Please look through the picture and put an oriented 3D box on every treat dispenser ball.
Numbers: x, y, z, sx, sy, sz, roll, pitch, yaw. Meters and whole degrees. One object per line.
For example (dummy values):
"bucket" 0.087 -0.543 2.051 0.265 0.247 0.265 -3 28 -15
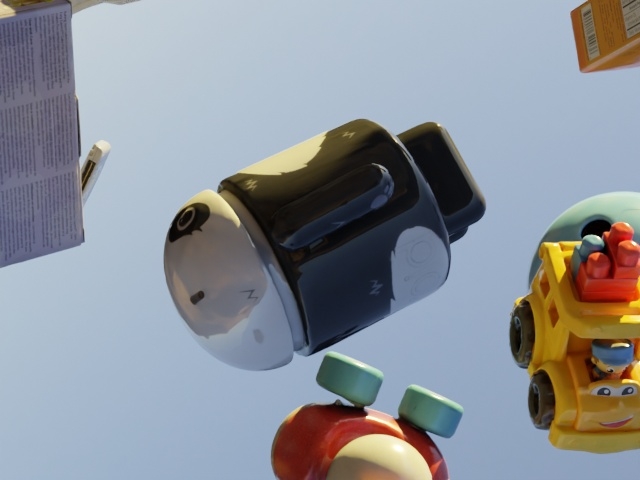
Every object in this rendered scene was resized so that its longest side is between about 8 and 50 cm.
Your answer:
"treat dispenser ball" 0.454 0.071 2.413 0.288 0.288 0.288 -43 -157 24

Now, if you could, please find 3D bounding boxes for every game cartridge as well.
"game cartridge" -0.240 -0.062 1.649 0.083 0.017 0.056 -63 -175 11

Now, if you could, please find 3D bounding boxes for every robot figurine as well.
"robot figurine" -0.001 -0.002 1.387 0.278 0.209 0.173 -26 -138 -15

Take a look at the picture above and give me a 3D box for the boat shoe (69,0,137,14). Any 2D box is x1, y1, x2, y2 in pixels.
"boat shoe" -0.270 -0.286 1.592 0.324 0.116 0.096 -3 -116 39

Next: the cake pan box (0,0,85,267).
"cake pan box" -0.338 -0.081 1.461 0.246 0.267 0.070 -18 -147 -31

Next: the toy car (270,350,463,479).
"toy car" 0.071 0.266 1.727 0.219 0.210 0.238 -66 -159 -1

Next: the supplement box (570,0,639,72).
"supplement box" 0.344 -0.237 1.686 0.233 0.078 0.080 162 -80 -75

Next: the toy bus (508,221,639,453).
"toy bus" 0.311 0.094 1.780 0.211 0.149 0.220 101 -14 -45
